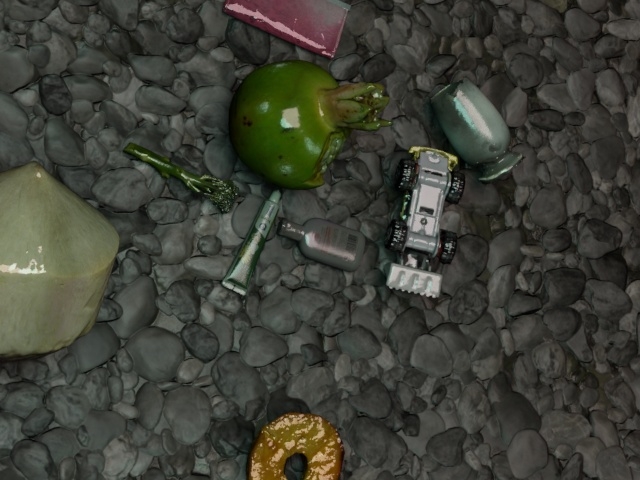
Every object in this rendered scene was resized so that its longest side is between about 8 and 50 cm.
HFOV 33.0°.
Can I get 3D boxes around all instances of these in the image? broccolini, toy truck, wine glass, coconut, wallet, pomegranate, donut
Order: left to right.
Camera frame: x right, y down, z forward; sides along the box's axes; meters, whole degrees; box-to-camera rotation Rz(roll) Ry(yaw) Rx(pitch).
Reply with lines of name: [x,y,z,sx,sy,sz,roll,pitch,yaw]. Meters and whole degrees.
coconut: [-0.466,0.021,1.666,0.329,0.329,0.328,3,80,-20]
broccolini: [-0.244,-0.124,1.920,0.216,0.067,0.058,29,69,-4]
wallet: [-0.063,-0.438,2.045,0.232,0.025,0.119,22,74,-16]
donut: [-0.050,0.393,1.894,0.174,0.074,0.190,0,86,-21]
pomegranate: [-0.020,-0.215,1.885,0.236,0.302,0.236,16,67,-44]
toy truck: [0.189,-0.035,2.029,0.136,0.111,0.286,13,79,-8]
wine glass: [0.303,-0.213,2.099,0.111,0.111,0.204,-39,100,-21]

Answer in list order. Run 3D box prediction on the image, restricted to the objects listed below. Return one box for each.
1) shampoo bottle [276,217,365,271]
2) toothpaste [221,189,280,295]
shampoo bottle: [0.000,0.000,1.991,0.165,0.040,0.080,18,77,-16]
toothpaste: [-0.117,-0.001,1.953,0.049,0.031,0.204,27,75,-13]
